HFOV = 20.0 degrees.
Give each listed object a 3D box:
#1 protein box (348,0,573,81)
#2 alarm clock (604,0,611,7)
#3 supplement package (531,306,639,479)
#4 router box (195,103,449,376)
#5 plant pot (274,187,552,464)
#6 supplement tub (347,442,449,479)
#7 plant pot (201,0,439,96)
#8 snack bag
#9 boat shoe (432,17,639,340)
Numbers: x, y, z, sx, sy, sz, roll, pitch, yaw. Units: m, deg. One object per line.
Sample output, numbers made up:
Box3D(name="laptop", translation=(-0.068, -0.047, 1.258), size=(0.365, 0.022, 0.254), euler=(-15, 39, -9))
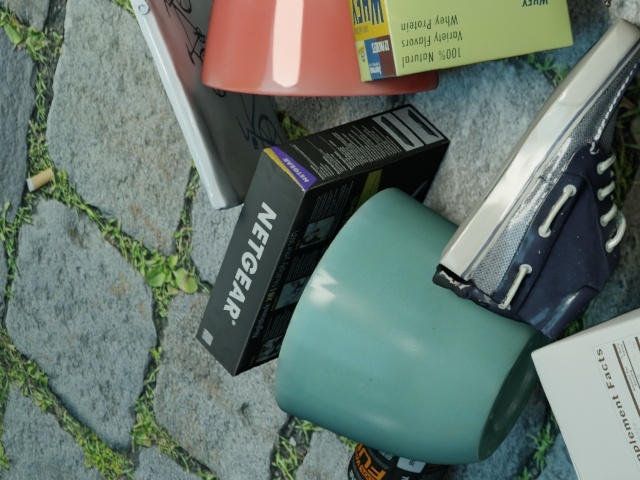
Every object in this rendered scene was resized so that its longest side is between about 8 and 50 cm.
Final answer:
Box3D(name="protein box", translation=(0.136, -0.283, 1.899), size=(0.136, 0.200, 0.201), euler=(-171, 70, -75))
Box3D(name="alarm clock", translation=(0.318, -0.328, 1.828), size=(0.192, 0.064, 0.129), euler=(-40, 75, 45))
Box3D(name="supplement package", translation=(0.396, 0.139, 1.841), size=(0.293, 0.177, 0.175), euler=(-24, 86, 50))
Box3D(name="router box", translation=(0.000, 0.000, 2.171), size=(0.081, 0.243, 0.308), euler=(45, 133, 26))
Box3D(name="plant pot", translation=(0.125, 0.119, 2.067), size=(0.235, 0.293, 0.293), euler=(27, 126, 18))
Box3D(name="supplement tub", translation=(0.103, 0.268, 2.264), size=(0.117, 0.117, 0.190), euler=(44, 133, 27))
Box3D(name="plant pot", translation=(0.002, -0.295, 2.057), size=(0.275, 0.275, 0.243), euler=(11, 104, 45))
Box3D(name="snack bag", translation=(-0.131, -0.185, 2.178), size=(0.037, 0.342, 0.323), euler=(-20, 92, 16))
Box3D(name="boat shoe", translation=(0.274, -0.056, 1.910), size=(0.158, 0.127, 0.340), euler=(35, 102, 0))
